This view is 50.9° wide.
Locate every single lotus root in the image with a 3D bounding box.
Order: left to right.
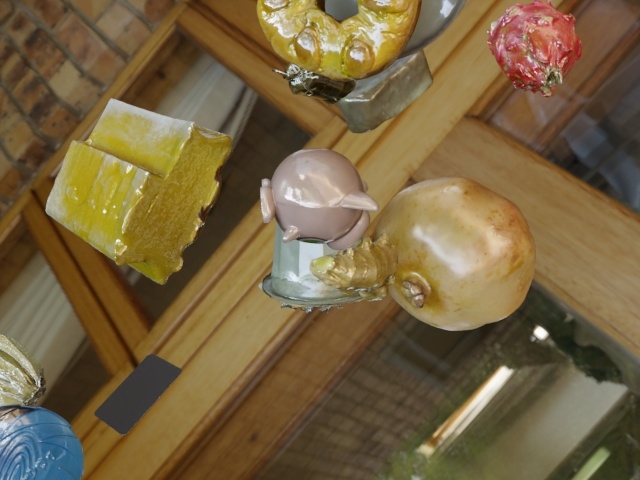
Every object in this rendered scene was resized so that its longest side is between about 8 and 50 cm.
[{"bbox_3d":[-0.605,0.275,1.315,0.144,0.143,0.070,28,167,10],"label":"lotus root"}]

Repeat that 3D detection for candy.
[{"bbox_3d":[0.144,-0.332,1.470,0.102,0.234,0.104,19,145,46],"label":"candy"}]

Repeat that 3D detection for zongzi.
[{"bbox_3d":[-0.031,-0.330,1.154,0.184,0.084,0.187,65,-157,5],"label":"zongzi"}]

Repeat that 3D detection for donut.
[{"bbox_3d":[0.030,-0.329,0.922,0.226,0.226,0.114,41,-162,9],"label":"donut"}]

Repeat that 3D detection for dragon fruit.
[{"bbox_3d":[0.514,-0.453,1.599,0.205,0.210,0.268,25,-137,-32],"label":"dragon fruit"}]

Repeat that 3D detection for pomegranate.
[{"bbox_3d":[0.321,0.033,1.677,0.411,0.411,0.411,41,-176,-3],"label":"pomegranate"}]

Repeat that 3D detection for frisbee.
[{"bbox_3d":[-0.486,0.375,1.041,0.242,0.242,0.045,38,165,-35],"label":"frisbee"}]

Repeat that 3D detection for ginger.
[{"bbox_3d":[0.077,0.045,1.155,0.205,0.115,0.081,20,-144,-53],"label":"ginger"}]

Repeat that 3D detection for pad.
[{"bbox_3d":[-0.343,0.286,1.266,0.112,0.157,0.003,16,144,41],"label":"pad"}]

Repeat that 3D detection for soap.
[{"bbox_3d":[-0.301,-0.096,1.106,0.281,0.259,0.143,21,173,45],"label":"soap"}]

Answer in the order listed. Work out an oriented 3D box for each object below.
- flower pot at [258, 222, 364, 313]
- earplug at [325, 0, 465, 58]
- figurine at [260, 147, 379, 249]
[{"bbox_3d":[0.000,0.000,1.573,0.290,0.259,0.290,1,-163,0],"label":"flower pot"},{"bbox_3d":[0.122,-0.481,1.151,0.312,0.312,0.394,41,-154,-1],"label":"earplug"},{"bbox_3d":[-0.003,-0.049,0.802,0.138,0.125,0.125,1,-171,-6],"label":"figurine"}]
